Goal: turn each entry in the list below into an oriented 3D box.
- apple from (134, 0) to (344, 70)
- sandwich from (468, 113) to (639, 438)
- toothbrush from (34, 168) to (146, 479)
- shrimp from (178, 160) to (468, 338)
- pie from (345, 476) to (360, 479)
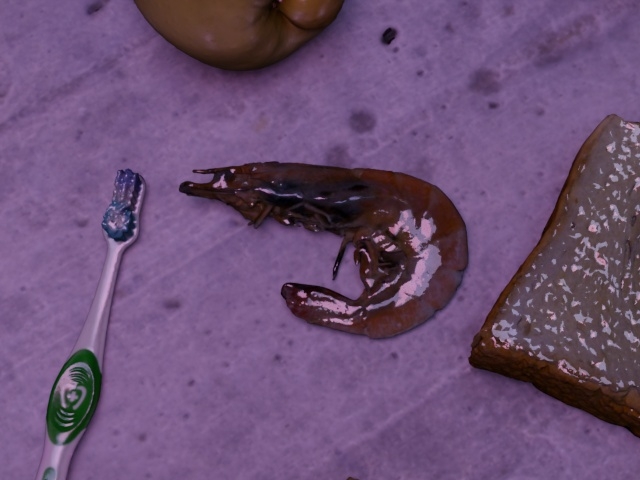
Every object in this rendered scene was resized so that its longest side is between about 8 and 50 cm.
[{"bbox_3d":[-0.073,-0.236,1.246,0.200,0.200,0.200,-1,76,2],"label":"apple"},{"bbox_3d":[0.295,0.050,1.205,0.273,0.095,0.249,27,75,9],"label":"sandwich"},{"bbox_3d":[-0.207,0.142,1.236,0.042,0.040,0.418,13,81,4],"label":"toothbrush"},{"bbox_3d":[0.000,0.000,1.251,0.251,0.052,0.144,11,80,4],"label":"shrimp"},{"bbox_3d":[0.094,0.297,1.162,0.282,0.068,0.128,34,63,11],"label":"pie"}]
